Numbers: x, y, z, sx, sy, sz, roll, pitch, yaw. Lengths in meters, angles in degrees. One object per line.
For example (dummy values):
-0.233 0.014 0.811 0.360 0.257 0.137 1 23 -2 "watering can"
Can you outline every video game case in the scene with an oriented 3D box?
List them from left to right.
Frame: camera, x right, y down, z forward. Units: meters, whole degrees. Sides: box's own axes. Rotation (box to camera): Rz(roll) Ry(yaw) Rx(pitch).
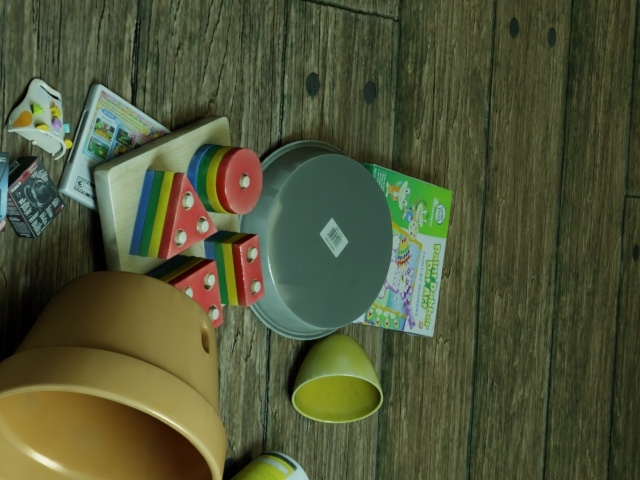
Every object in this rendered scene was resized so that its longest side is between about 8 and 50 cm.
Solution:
-0.251 -0.099 1.823 0.157 0.019 0.143 33 67 -50 "video game case"

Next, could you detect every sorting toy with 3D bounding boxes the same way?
-0.322 -0.148 1.709 0.083 0.045 0.075 34 47 -51 "sorting toy"
-0.161 -0.005 1.873 0.257 0.089 0.255 -33 123 -52 "sorting toy"

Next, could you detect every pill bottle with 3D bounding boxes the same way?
-0.101 0.377 2.016 0.184 0.103 0.103 -34 121 -48 "pill bottle"

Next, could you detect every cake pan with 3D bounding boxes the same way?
0.000 0.000 2.111 0.293 0.054 0.293 -2 93 -43 "cake pan"

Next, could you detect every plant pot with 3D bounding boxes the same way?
-0.238 0.173 1.678 0.203 0.291 0.291 -79 148 -41 "plant pot"
0.024 0.197 2.169 0.134 0.134 0.095 50 29 -45 "plant pot"

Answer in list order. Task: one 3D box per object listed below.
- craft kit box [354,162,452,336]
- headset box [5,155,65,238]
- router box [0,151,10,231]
0.114 0.020 2.324 0.247 0.061 0.249 14 83 -57 "craft kit box"
-0.340 -0.053 1.690 0.062 0.032 0.083 -55 134 -37 "headset box"
-0.400 -0.056 1.601 0.122 0.038 0.092 1 92 -55 "router box"
